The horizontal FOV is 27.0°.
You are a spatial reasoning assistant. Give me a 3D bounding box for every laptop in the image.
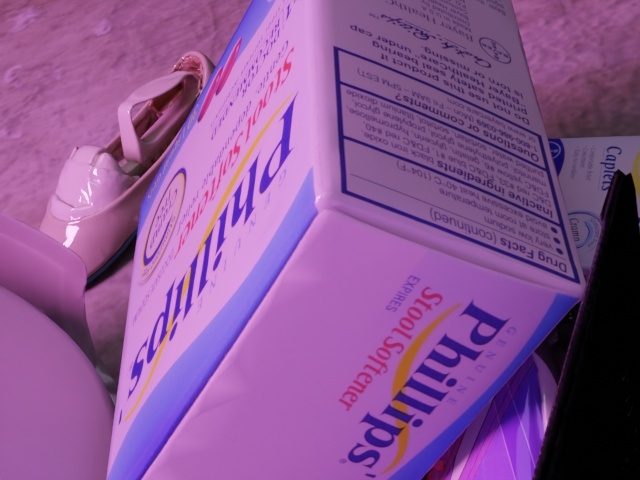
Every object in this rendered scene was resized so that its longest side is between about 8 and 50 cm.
[{"bbox_3d":[-0.016,0.249,0.460,0.408,0.382,0.236,-21,41,-1],"label":"laptop"}]

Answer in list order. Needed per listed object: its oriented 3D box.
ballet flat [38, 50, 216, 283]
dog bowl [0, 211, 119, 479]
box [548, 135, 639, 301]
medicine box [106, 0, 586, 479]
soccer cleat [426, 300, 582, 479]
[{"bbox_3d":[-0.156,-0.063,1.067,0.086,0.086,0.248,18,54,34],"label":"ballet flat"},{"bbox_3d":[-0.240,0.121,0.759,0.349,0.102,0.348,23,36,-18],"label":"dog bowl"},{"bbox_3d":[0.201,-0.005,0.879,0.137,0.072,0.126,-1,46,19],"label":"box"},{"bbox_3d":[0.000,0.000,0.779,0.149,0.263,0.289,21,37,-18],"label":"medicine box"},{"bbox_3d":[0.099,0.114,0.737,0.116,0.108,0.318,-19,55,24],"label":"soccer cleat"}]
